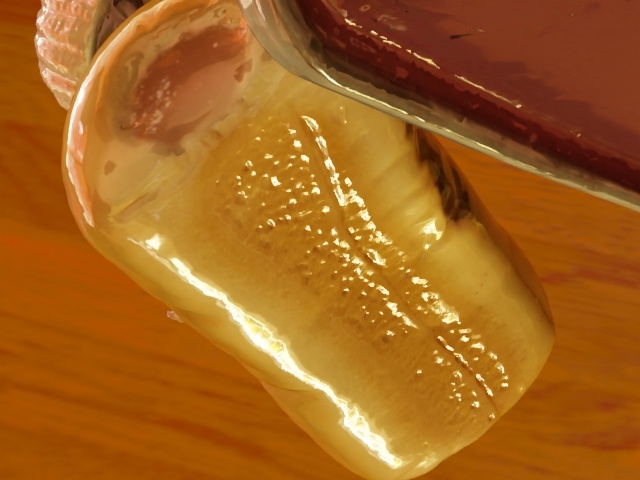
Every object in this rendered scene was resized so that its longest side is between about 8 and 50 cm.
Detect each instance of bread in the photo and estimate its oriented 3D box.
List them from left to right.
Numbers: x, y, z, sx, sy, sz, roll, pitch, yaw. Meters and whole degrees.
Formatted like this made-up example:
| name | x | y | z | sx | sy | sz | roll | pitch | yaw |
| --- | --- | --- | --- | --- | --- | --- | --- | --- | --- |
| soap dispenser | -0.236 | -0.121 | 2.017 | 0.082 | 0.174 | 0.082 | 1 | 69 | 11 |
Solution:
| name | x | y | z | sx | sy | sz | roll | pitch | yaw |
| --- | --- | --- | --- | --- | --- | --- | --- | --- | --- |
| bread | 0.000 | 0.000 | 0.836 | 0.142 | 0.305 | 0.091 | -39 | 50 | 1 |

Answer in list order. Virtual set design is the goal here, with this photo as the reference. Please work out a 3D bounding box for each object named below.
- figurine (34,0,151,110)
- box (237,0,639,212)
| name | x | y | z | sx | sy | sz | roll | pitch | yaw |
| --- | --- | --- | --- | --- | --- | --- | --- | --- | --- |
| figurine | -0.103 | -0.117 | 1.563 | 0.204 | 0.185 | 0.332 | -39 | 73 | 25 |
| box | 0.124 | -0.118 | 0.483 | 0.168 | 0.294 | 0.193 | -15 | 70 | 37 |
